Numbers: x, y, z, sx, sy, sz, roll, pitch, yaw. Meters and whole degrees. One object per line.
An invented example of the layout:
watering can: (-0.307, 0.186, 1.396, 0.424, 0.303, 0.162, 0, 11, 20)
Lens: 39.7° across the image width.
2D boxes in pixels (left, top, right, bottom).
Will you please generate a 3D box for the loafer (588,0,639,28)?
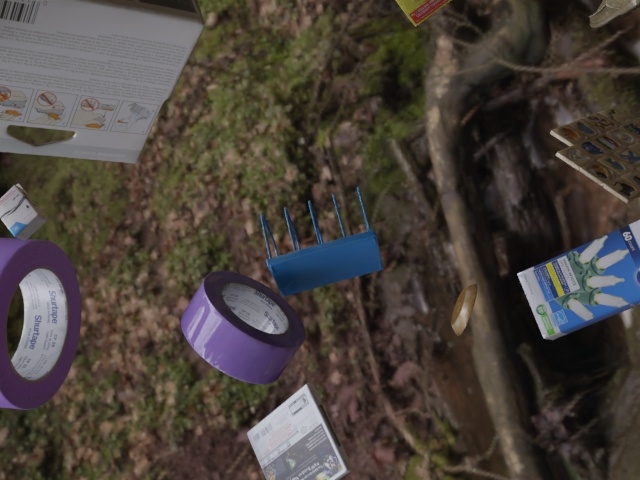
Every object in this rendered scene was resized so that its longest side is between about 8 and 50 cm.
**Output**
loafer: (0.486, -0.388, 1.445, 0.050, 0.056, 0.148, 68, 163, -2)

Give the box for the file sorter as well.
file sorter: (0.000, 0.000, 1.404, 0.118, 0.170, 0.104, 71, -176, -60)

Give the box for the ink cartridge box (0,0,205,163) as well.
ink cartridge box: (-0.302, -0.199, 1.016, 0.239, 0.275, 0.060, -52, 47, 41)

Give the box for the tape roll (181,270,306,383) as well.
tape roll: (-0.123, 0.137, 1.423, 0.080, 0.189, 0.189, -56, 39, 20)

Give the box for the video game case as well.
video game case: (-0.041, 0.382, 1.614, 0.190, 0.022, 0.173, -43, 61, 31)

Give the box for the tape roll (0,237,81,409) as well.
tape roll: (-0.497, 0.134, 1.445, 0.275, 0.090, 0.275, 2, -90, -76)

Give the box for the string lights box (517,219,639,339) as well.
string lights box: (0.506, 0.070, 1.601, 0.076, 0.259, 0.133, 14, -128, -60)

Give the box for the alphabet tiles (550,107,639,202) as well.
alphabet tiles: (0.633, -0.169, 1.769, 0.285, 0.342, 0.011, 42, 135, 30)

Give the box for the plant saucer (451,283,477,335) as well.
plant saucer: (0.214, 0.102, 1.333, 0.083, 0.015, 0.083, -161, 90, -90)

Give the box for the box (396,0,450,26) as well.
box: (0.134, -0.470, 1.503, 0.232, 0.087, 0.058, 40, -159, -50)

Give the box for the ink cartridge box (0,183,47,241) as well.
ink cartridge box: (-0.441, -0.045, 1.287, 0.083, 0.048, 0.028, 46, 180, 22)
